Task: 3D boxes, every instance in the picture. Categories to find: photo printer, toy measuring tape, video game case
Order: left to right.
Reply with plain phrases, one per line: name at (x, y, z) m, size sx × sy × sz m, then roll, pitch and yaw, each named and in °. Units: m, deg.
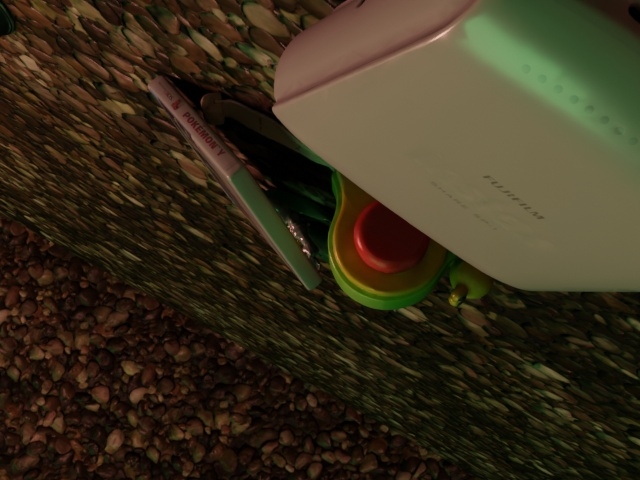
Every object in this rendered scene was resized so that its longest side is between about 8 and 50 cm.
video game case at (-0.085, -0.058, 1.098) m, size 0.183 × 0.023 × 0.201 m, roll 47°, pitch 174°, yaw 40°
toy measuring tape at (0.009, -0.022, 1.022) m, size 0.330 × 0.121 × 0.121 m, roll 28°, pitch 166°, yaw 8°
photo printer at (0.131, -0.067, 0.634) m, size 0.256 × 0.107 × 0.307 m, roll 35°, pitch 165°, yaw -18°

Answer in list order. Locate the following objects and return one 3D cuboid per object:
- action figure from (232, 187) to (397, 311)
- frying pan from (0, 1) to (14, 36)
action figure at (0.000, 0.000, 1.233) m, size 0.232 × 0.063 × 0.137 m, roll 31°, pitch 169°, yaw 9°
frying pan at (-0.484, -0.309, 1.166) m, size 0.326 × 0.053 × 0.197 m, roll 30°, pitch 165°, yaw -13°
